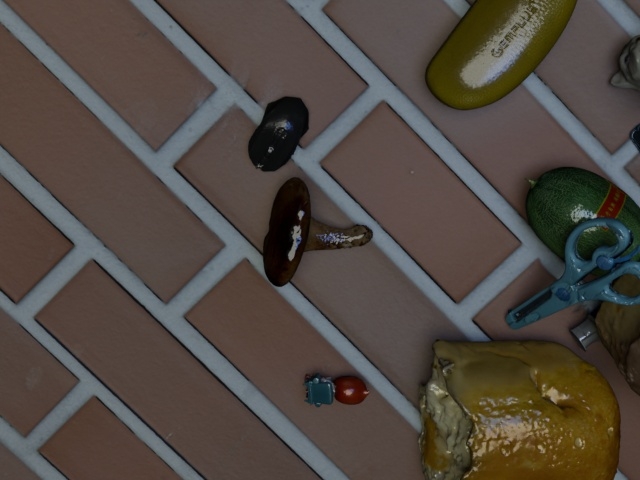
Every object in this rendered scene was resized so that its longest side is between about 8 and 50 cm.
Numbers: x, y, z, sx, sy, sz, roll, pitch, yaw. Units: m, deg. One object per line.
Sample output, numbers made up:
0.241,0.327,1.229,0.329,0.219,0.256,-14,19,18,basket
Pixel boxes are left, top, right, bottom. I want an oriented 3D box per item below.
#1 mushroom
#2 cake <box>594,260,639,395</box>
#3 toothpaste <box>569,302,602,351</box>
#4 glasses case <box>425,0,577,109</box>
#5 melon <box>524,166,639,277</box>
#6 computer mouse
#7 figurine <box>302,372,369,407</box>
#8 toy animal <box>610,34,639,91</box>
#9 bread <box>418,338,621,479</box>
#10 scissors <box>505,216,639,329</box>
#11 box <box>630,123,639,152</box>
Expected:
0.000,0.000,1.734,0.218,0.148,0.226,12,105,-17,mushroom
0.730,0.208,1.593,0.333,0.321,0.332,-9,131,-10,cake
0.647,0.134,1.771,0.266,0.061,0.096,-36,96,0,toothpaste
0.366,-0.409,1.642,0.173,0.141,0.371,37,98,-5,glasses case
0.525,-0.042,1.677,0.288,0.182,0.182,33,98,-4,melon
-0.086,-0.216,1.723,0.099,0.057,0.172,30,100,-11,computer mouse
0.034,0.317,1.796,0.140,0.075,0.068,0,98,3,figurine
0.733,-0.380,1.651,0.266,0.188,0.307,25,88,-24,toy animal
0.407,0.386,1.711,0.395,0.250,0.360,0,100,0,bread
0.481,0.090,1.639,0.032,0.393,0.180,-29,81,-36,scissors
0.687,-0.198,1.711,0.074,0.054,0.099,-35,97,8,box
